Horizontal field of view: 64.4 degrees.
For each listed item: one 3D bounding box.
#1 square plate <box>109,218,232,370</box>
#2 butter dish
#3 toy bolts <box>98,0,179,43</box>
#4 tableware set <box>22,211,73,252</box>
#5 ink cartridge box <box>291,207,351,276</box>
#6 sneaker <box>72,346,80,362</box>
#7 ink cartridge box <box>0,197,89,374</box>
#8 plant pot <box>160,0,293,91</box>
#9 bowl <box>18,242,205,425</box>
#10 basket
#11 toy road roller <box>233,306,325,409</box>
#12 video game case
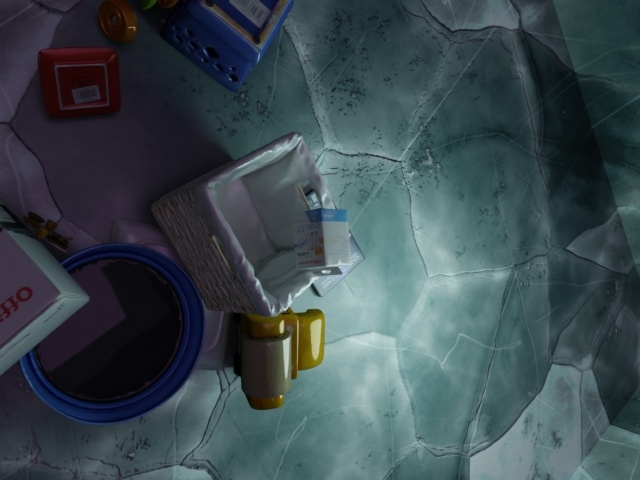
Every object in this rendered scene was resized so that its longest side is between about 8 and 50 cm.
[{"bbox_3d":[-0.366,0.146,1.270,0.343,0.049,0.348,12,85,-31],"label":"square plate"},{"bbox_3d":[-0.538,-0.367,1.124,0.160,0.118,0.160,-16,139,-31],"label":"butter dish"},{"bbox_3d":[-0.432,-0.596,1.176,0.228,0.218,0.158,49,39,-1],"label":"toy bolts"},{"bbox_3d":[-0.579,-0.025,1.081,0.104,0.154,0.024,38,84,-28],"label":"tableware set"},{"bbox_3d":[0.003,0.007,1.123,0.089,0.092,0.143,1,82,-47],"label":"ink cartridge box"},{"bbox_3d":[-0.594,0.217,1.133,0.082,0.069,0.210,-26,107,-8],"label":"sneaker"},{"bbox_3d":[-0.674,0.056,0.914,0.285,0.166,0.395,-42,88,-10],"label":"ink cartridge box"},{"bbox_3d":[-0.217,-0.548,1.248,0.235,0.212,0.236,34,74,-26],"label":"plant pot"},{"bbox_3d":[-0.453,0.202,1.132,0.390,0.077,0.392,1,89,-35],"label":"bowl"},{"bbox_3d":[-0.162,-0.032,1.217,0.331,0.266,0.329,-40,111,-43],"label":"basket"},{"bbox_3d":[-0.090,0.260,1.275,0.240,0.329,0.203,-1,97,-15],"label":"toy road roller"},{"bbox_3d":[0.000,0.000,1.498,0.196,0.026,0.274,-39,111,-24],"label":"video game case"}]
